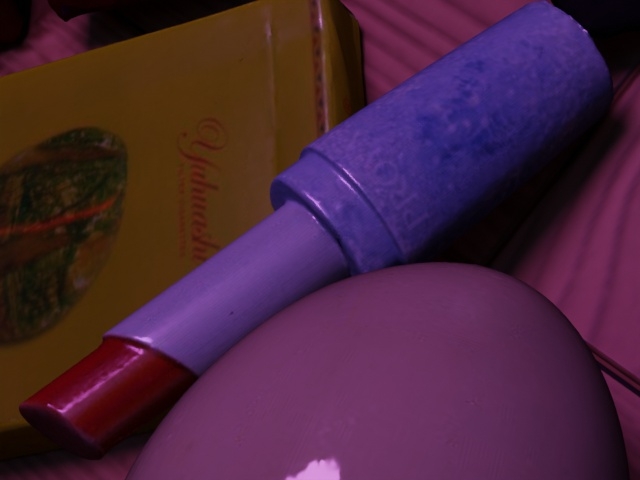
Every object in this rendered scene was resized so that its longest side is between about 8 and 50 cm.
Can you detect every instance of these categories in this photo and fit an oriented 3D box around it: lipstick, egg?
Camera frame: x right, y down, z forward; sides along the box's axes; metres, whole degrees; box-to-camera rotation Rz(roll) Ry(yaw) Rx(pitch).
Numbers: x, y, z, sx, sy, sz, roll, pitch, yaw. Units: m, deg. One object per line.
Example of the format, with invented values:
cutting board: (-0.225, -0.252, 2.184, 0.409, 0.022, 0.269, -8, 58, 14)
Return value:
lipstick: (0.000, 0.000, 0.773, 0.274, 0.061, 0.068, -36, 80, -18)
egg: (0.017, 0.120, 0.692, 0.186, 0.186, 0.242, 18, 65, 31)

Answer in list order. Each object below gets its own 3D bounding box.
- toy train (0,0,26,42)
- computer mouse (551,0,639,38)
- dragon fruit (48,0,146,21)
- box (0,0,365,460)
toy train: (-0.263, -0.219, 0.998, 0.231, 0.163, 0.369, -2, 66, 11)
computer mouse: (0.113, -0.190, 0.794, 0.122, 0.073, 0.217, -31, 99, 3)
dragon fruit: (-0.006, -0.298, 0.913, 0.330, 0.302, 0.240, -11, 31, 5)
box: (-0.136, 0.007, 0.899, 0.335, 0.047, 0.187, -14, 63, 21)
